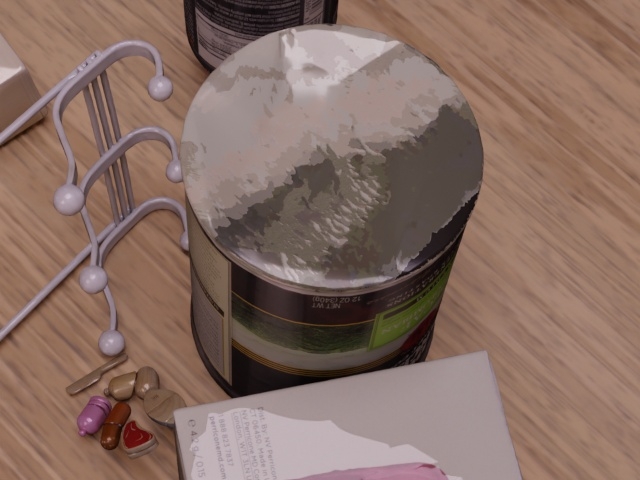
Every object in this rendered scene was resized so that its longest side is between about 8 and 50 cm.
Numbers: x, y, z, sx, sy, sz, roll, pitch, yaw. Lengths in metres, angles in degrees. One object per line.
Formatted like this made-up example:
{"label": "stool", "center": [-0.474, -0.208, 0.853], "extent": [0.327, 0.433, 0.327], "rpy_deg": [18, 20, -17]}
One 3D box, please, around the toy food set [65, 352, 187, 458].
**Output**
{"label": "toy food set", "center": [-0.148, 0.134, 1.095], "extent": [0.078, 0.019, 0.122], "rpy_deg": [-31, 36, -15]}

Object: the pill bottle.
{"label": "pill bottle", "center": [-0.049, -0.208, 1.161], "extent": [0.130, 0.246, 0.130], "rpy_deg": [1, 66, -3]}

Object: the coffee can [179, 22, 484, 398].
{"label": "coffee can", "center": [0.000, 0.000, 1.048], "extent": [0.201, 0.275, 0.201], "rpy_deg": [1, 65, -2]}

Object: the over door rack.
{"label": "over door rack", "center": [-0.228, 0.024, 1.046], "extent": [0.324, 0.239, 0.108], "rpy_deg": [-35, 65, -18]}

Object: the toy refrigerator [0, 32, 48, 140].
{"label": "toy refrigerator", "center": [-0.354, -0.193, 1.223], "extent": [0.102, 0.094, 0.269], "rpy_deg": [-36, 71, -11]}

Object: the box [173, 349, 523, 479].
{"label": "box", "center": [0.017, 0.181, 1.033], "extent": [0.232, 0.148, 0.127], "rpy_deg": [-10, 66, -8]}
